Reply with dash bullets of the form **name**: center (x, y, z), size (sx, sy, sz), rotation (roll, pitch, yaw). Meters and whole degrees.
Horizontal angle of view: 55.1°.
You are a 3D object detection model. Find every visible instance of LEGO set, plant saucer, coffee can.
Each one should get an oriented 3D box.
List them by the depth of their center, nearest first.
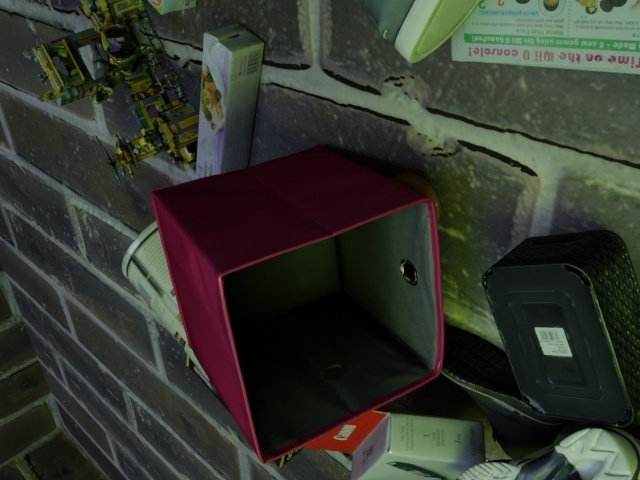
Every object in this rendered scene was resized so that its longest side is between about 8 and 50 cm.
- **plant saucer**: center (0.115, -0.046, 0.781), size (0.084, 0.013, 0.083), rotation (30, 134, 35)
- **LEGO set**: center (-0.351, -0.244, 1.009), size (0.255, 0.192, 0.331), rotation (11, 127, 62)
- **coffee can**: center (-0.184, 0.097, 1.074), size (0.275, 0.202, 0.201), rotation (47, 142, 17)

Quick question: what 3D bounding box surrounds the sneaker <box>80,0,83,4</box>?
- **sneaker**: center (-0.365, -0.433, 1.045), size (0.192, 0.064, 0.086), rotation (20, 136, 41)

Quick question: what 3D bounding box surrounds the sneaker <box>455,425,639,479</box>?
- **sneaker**: center (0.272, 0.278, 0.698), size (0.235, 0.153, 0.094), rotation (-46, 47, 30)

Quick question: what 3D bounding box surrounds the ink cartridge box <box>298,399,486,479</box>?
- **ink cartridge box**: center (0.072, 0.301, 0.871), size (0.239, 0.060, 0.275), rotation (7, 150, -4)

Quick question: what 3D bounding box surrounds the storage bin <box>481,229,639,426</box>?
- **storage bin**: center (0.262, 0.090, 0.642), size (0.122, 0.084, 0.180), rotation (-8, 109, 52)

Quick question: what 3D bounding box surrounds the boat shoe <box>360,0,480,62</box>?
- **boat shoe**: center (0.103, -0.262, 0.403), size (0.099, 0.116, 0.319), rotation (48, 148, 11)

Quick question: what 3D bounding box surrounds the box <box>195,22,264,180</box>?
- **box**: center (-0.149, -0.173, 0.961), size (0.063, 0.067, 0.323), rotation (42, 141, 24)

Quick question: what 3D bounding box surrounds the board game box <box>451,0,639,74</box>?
- **board game box**: center (0.209, -0.281, 0.439), size (0.224, 0.098, 0.303), rotation (21, 128, 42)

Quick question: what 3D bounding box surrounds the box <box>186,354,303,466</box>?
- **box**: center (-0.149, 0.273, 1.261), size (0.322, 0.079, 0.257), rotation (40, 138, 25)

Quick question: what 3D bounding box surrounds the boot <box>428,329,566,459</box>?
- **boot**: center (0.214, 0.211, 0.797), size (0.198, 0.077, 0.136), rotation (29, 139, 36)

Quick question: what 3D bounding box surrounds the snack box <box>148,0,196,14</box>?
- **snack box**: center (-0.252, -0.461, 0.879), size (0.207, 0.070, 0.174), rotation (49, 144, 16)

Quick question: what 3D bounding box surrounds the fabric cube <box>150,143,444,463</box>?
- **fabric cube**: center (-0.030, 0.055, 0.764), size (0.258, 0.259, 0.253), rotation (37, 141, 54)
